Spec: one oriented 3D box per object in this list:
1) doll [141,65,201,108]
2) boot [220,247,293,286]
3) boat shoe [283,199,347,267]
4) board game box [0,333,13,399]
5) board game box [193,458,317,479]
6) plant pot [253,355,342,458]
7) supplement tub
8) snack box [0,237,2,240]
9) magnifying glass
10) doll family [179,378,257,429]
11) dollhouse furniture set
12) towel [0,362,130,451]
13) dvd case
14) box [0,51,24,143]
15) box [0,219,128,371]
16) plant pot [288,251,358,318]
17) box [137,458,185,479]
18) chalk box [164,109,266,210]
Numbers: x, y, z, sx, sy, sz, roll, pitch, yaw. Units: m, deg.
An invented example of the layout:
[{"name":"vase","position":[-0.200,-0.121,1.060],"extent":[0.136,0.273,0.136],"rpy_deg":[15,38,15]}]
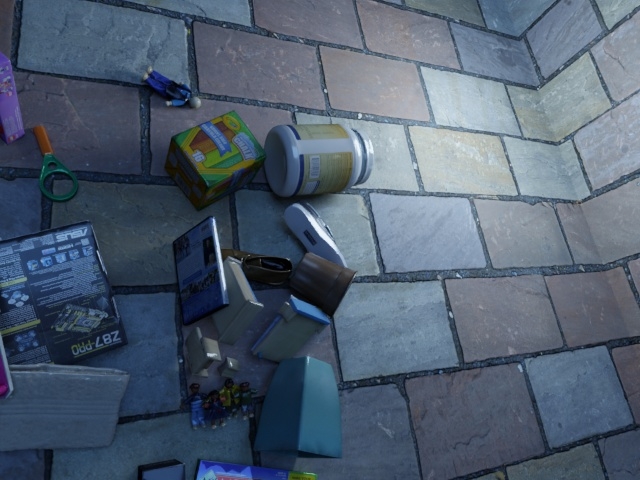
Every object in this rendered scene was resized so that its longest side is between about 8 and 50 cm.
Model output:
[{"name":"doll","position":[-0.480,-0.483,1.456],"extent":[0.188,0.046,0.129],"rpy_deg":[26,51,-21]},{"name":"boot","position":[-0.227,0.066,1.308],"extent":[0.305,0.115,0.113],"rpy_deg":[7,68,-21]},{"name":"boat shoe","position":[0.000,0.000,1.453],"extent":[0.301,0.108,0.102],"rpy_deg":[52,35,-5]},{"name":"board game box","position":[-0.845,0.165,0.861],"extent":[0.389,0.050,0.391],"rpy_deg":[-12,91,-6]},{"name":"board game box","position":[-0.171,0.680,1.117],"extent":[0.317,0.046,0.214],"rpy_deg":[17,64,-18]},{"name":"plant pot","position":[-0.049,0.439,1.188],"extent":[0.165,0.165,0.235],"rpy_deg":[33,50,-39]},{"name":"supplement tub","position":[-0.006,-0.268,1.484],"extent":[0.316,0.228,0.229],"rpy_deg":[-8,73,-28]},{"name":"snack box","position":[-0.921,0.020,0.994],"extent":[0.322,0.060,0.187],"rpy_deg":[-39,104,-36]},{"name":"magnifying glass","position":[-0.740,-0.211,1.235],"extent":[0.092,0.026,0.231],"rpy_deg":[-19,80,-30]},{"name":"doll family","position":[-0.262,0.415,1.165],"extent":[0.192,0.076,0.112],"rpy_deg":[-7,92,-33]},{"name":"dollhouse furniture set","position":[-0.179,0.237,1.270],"extent":[0.303,0.286,0.198],"rpy_deg":[29,16,-40]},{"name":"towel","position":[-0.588,0.370,0.991],"extent":[0.282,0.049,0.187],"rpy_deg":[14,94,-30]},{"name":"dvd case","position":[-0.328,0.083,1.212],"extent":[0.022,0.180,0.253],"rpy_deg":[11,58,-50]},{"name":"box","position":[-0.842,-0.398,1.103],"extent":[0.201,0.293,0.057],"rpy_deg":[43,55,-3]},{"name":"box","position":[-0.683,0.154,1.014],"extent":[0.394,0.097,0.319],"rpy_deg":[-18,92,-28]},{"name":"plant pot","position":[0.003,0.125,1.361],"extent":[0.165,0.167,0.167],"rpy_deg":[29,58,6]},{"name":"box","position":[-0.356,0.585,1.002],"extent":[0.093,0.158,0.156],"rpy_deg":[1,70,-25]},{"name":"chalk box","position":[-0.294,-0.256,1.371],"extent":[0.289,0.179,0.180],"rpy_deg":[-37,88,-32]}]
